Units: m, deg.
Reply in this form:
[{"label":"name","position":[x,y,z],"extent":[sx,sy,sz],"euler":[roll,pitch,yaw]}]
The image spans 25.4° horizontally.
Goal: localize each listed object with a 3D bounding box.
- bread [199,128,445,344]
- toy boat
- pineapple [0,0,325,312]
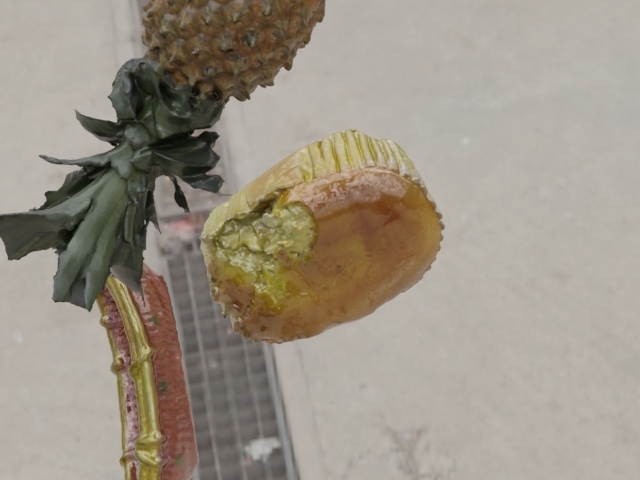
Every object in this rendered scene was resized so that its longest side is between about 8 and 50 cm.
[{"label":"bread","position":[0.000,0.000,1.455],"extent":[0.250,0.179,0.133],"euler":[-22,29,4]},{"label":"toy boat","position":[-0.163,0.119,1.205],"extent":[0.099,0.141,0.317],"euler":[-11,72,-16]},{"label":"pineapple","position":[-0.113,-0.083,0.941],"extent":[0.130,0.277,0.119],"euler":[27,16,-22]}]
